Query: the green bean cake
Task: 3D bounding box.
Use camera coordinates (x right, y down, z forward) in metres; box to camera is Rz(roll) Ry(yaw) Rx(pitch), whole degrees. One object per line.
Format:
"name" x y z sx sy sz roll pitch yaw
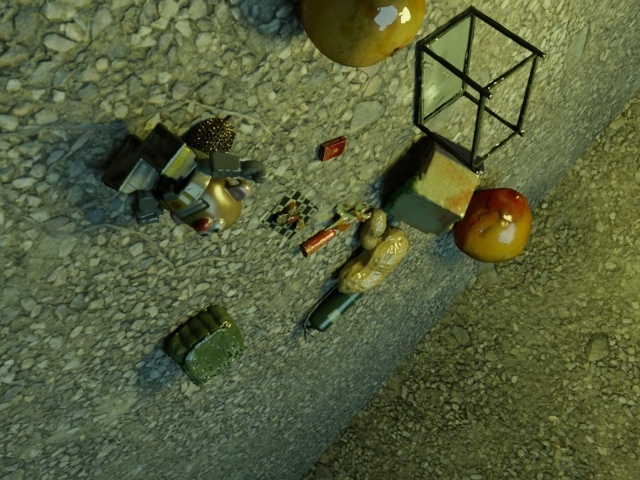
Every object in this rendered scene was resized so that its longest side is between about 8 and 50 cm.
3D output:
"green bean cake" -0.356 0.327 1.971 0.223 0.125 0.227 -36 146 -16

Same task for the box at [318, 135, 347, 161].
"box" 0.034 -0.258 1.787 0.082 0.023 0.051 -25 148 -31

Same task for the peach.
"peach" 0.734 -0.062 2.687 0.373 0.289 0.372 -5 153 -3

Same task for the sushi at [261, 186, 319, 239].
"sushi" -0.076 -0.066 1.892 0.139 0.031 0.201 -47 152 5

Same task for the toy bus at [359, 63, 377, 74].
"toy bus" 0.143 -0.503 1.554 0.077 0.065 0.192 10 121 -49

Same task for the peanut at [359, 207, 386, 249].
"peanut" 0.183 -0.036 2.226 0.080 0.080 0.174 -21 143 -37

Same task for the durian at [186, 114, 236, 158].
"durian" -0.232 -0.221 1.436 0.140 0.071 0.110 -48 153 -3

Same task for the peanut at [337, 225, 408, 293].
"peanut" 0.191 0.081 2.335 0.325 0.140 0.153 -43 170 0

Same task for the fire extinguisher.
"fire extinguisher" 0.028 0.273 2.438 0.294 0.093 0.118 -43 126 -1

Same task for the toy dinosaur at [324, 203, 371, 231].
"toy dinosaur" 0.083 -0.070 2.084 0.212 0.057 0.142 -30 156 -18

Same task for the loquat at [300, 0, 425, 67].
"loquat" 0.087 -0.492 1.325 0.263 0.263 0.263 -32 150 -21

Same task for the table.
"table" 0.444 -0.426 1.833 0.222 0.272 0.335 -37 152 -14

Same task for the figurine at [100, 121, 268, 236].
"figurine" -0.282 -0.114 1.362 0.285 0.343 0.167 39 62 -52

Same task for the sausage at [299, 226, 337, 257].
"sausage" 0.000 0.000 2.071 0.145 0.048 0.050 -34 113 -21

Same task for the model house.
"model house" 0.397 -0.201 2.167 0.280 0.245 0.312 -66 -175 -16
